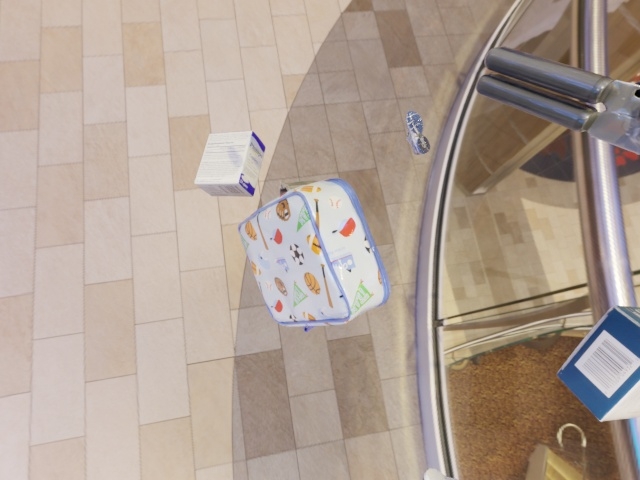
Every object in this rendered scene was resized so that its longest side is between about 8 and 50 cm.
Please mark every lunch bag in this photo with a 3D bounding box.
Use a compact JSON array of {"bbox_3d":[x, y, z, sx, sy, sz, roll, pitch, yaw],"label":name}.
[{"bbox_3d":[-0.024,0.039,0.707,0.115,0.303,0.243,-25,92,-32],"label":"lunch bag"}]

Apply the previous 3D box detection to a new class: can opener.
[{"bbox_3d":[0.358,-0.192,0.541,0.095,0.076,0.283,-31,53,-33],"label":"can opener"}]

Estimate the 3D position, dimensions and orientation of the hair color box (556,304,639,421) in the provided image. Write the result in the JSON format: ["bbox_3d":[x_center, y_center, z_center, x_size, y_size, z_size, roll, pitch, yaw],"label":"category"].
[{"bbox_3d":[0.625,0.222,0.737,0.347,0.174,0.105,8,29,-25],"label":"hair color box"}]

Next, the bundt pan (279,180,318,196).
[{"bbox_3d":[0.000,0.000,1.004,0.124,0.331,0.331,-17,76,-11],"label":"bundt pan"}]

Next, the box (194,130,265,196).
[{"bbox_3d":[-0.209,-0.177,0.944,0.126,0.072,0.137,3,72,24],"label":"box"}]

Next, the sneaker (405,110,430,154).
[{"bbox_3d":[0.277,-0.317,1.206,0.052,0.058,0.135,-16,89,-20],"label":"sneaker"}]

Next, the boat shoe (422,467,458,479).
[{"bbox_3d":[0.270,0.551,0.900,0.142,0.049,0.040,35,112,-28],"label":"boat shoe"}]
